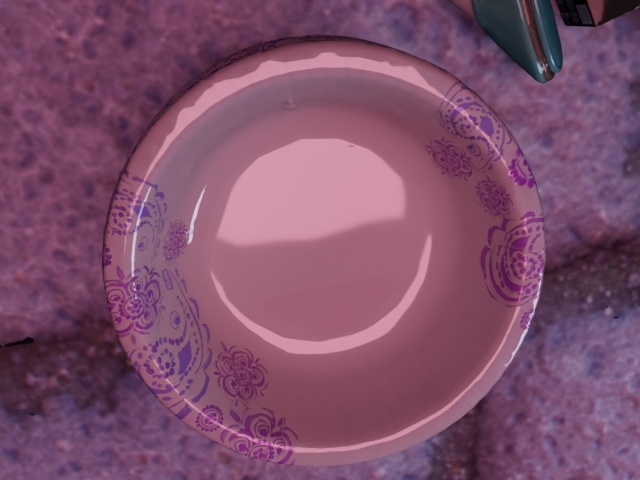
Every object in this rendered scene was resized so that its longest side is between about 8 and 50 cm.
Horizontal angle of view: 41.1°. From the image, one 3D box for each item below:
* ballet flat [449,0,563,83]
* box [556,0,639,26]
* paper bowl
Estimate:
[{"bbox_3d":[0.103,-0.225,0.589,0.087,0.083,0.247,-9,109,23],"label":"ballet flat"},{"bbox_3d":[0.214,-0.193,0.607,0.083,0.062,0.052,-25,106,2],"label":"box"},{"bbox_3d":[0.000,0.000,0.600,0.284,0.148,0.284,-1,106,-4],"label":"paper bowl"}]
